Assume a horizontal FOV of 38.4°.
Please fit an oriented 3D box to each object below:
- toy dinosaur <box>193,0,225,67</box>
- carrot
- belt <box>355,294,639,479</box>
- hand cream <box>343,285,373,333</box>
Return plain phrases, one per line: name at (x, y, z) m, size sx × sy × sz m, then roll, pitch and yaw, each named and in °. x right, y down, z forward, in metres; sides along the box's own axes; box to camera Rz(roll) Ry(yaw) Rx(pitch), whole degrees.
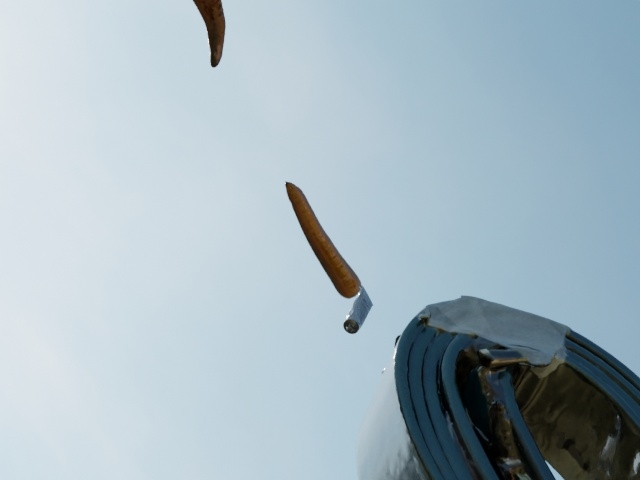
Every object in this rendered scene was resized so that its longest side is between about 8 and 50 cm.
toy dinosaur at (-0.164, -0.400, 0.875) m, size 0.208 × 0.097 × 0.432 m, roll 9°, pitch -66°, yaw -9°
carrot at (0.000, 0.000, 1.267) m, size 0.037 × 0.037 × 0.190 m, roll -20°, pitch -72°, yaw 39°
belt at (0.213, 0.246, 0.876) m, size 0.436 × 0.300 × 0.173 m, roll 63°, pitch -34°, yaw 39°
hand cream at (0.047, 0.084, 1.088) m, size 0.019 × 0.093 × 0.030 m, roll -24°, pitch -76°, yaw 27°
